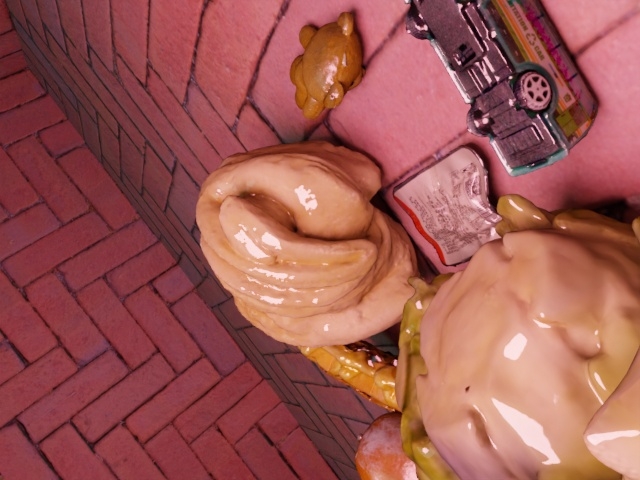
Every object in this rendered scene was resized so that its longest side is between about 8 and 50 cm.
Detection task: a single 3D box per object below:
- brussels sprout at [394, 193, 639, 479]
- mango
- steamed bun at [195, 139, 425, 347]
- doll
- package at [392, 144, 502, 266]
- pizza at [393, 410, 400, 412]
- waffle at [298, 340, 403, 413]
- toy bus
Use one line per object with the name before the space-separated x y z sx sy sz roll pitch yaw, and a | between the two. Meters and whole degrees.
brussels sprout | 0.281 0.162 0.469 0.360 0.343 0.425 24 -172 -8
mango | 0.255 0.466 0.958 0.383 0.221 0.199 19 112 15
steamed bun | -0.005 0.000 0.757 0.372 0.324 0.230 59 160 -9
doll | 0.007 -0.253 0.721 0.209 0.097 0.137 -152 64 -70
package | 0.200 -0.043 0.704 0.166 0.040 0.232 55 163 1
pizza | 0.196 0.399 1.251 0.188 0.062 0.199 30 145 36
waffle | 0.148 0.266 0.945 0.379 0.095 0.382 21 175 28
toy bus | 0.168 -0.196 0.470 0.262 0.109 0.091 57 156 -6
